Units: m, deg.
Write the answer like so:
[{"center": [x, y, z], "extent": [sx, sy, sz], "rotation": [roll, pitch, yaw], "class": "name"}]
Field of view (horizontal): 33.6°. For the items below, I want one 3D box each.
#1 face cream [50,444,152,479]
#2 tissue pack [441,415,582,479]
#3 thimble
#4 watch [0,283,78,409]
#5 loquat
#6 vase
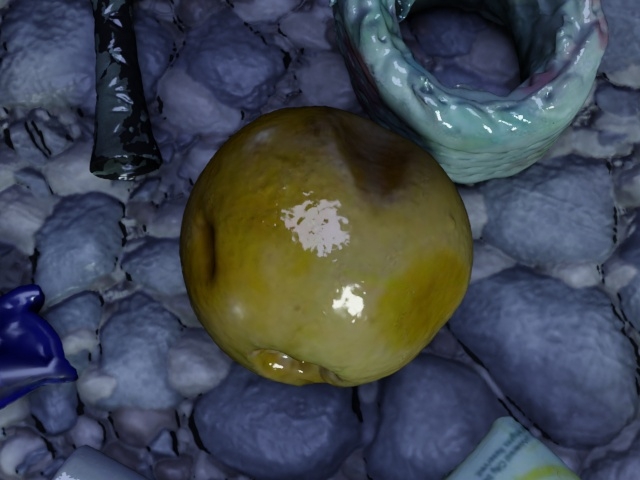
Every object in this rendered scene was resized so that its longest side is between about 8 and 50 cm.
[{"center": [-0.112, 0.230, 0.772], "extent": [0.198, 0.057, 0.084], "rotation": [34, 87, 6], "class": "face cream"}, {"center": [0.158, 0.350, 0.670], "extent": [0.287, 0.162, 0.388], "rotation": [-43, 73, -15], "class": "tissue pack"}, {"center": [0.105, -0.152, 0.820], "extent": [0.211, 0.149, 0.185], "rotation": [23, 79, 5], "class": "thimble"}, {"center": [-0.309, 0.050, 0.745], "extent": [0.196, 0.200, 0.171], "rotation": [-24, 74, -2], "class": "watch"}, {"center": [0.005, 0.000, 0.758], "extent": [0.213, 0.213, 0.213], "rotation": [0, 76, 0], "class": "loquat"}, {"center": [-0.164, -0.137, 0.862], "extent": [0.059, 0.059, 0.167], "rotation": [-7, 76, -2], "class": "vase"}]
